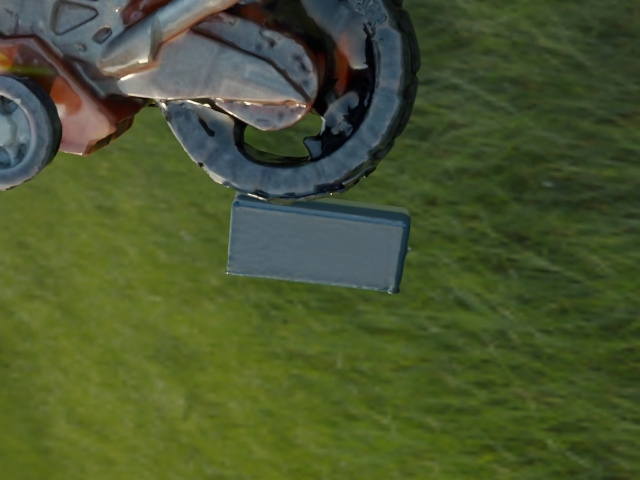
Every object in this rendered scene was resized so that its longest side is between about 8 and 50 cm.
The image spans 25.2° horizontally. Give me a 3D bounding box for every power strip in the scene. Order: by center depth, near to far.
[{"bbox_3d":[0.000,0.000,0.966,0.032,0.123,0.056,-81,-2,-65],"label":"power strip"}]

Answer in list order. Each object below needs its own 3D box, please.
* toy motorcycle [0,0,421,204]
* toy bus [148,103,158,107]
[{"bbox_3d":[-0.105,-0.110,0.482,0.089,0.298,0.171,-45,-33,-74],"label":"toy motorcycle"},{"bbox_3d":[-0.108,-0.133,0.888,0.123,0.060,0.075,135,136,-69],"label":"toy bus"}]
